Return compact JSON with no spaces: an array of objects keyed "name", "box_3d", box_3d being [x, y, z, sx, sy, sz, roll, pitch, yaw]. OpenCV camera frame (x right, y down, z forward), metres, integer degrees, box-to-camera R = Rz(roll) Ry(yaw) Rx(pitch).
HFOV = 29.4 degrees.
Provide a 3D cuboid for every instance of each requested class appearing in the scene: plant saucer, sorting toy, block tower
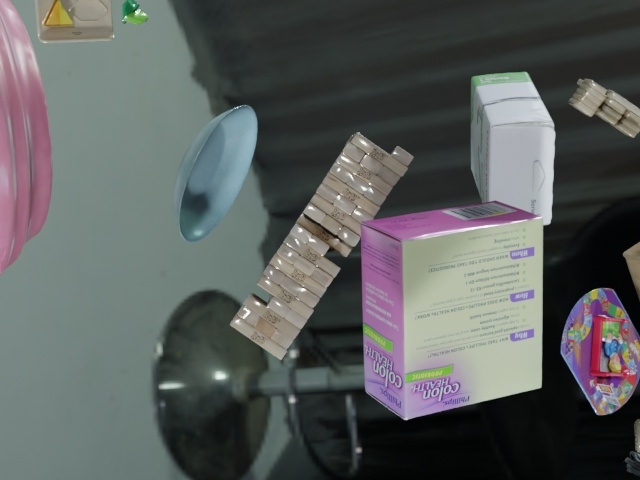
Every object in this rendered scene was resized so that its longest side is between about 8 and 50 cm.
[{"name":"plant saucer","box_3d":[-0.146,-0.093,1.592,0.195,0.037,0.195,-57,163,-27]},{"name":"sorting toy","box_3d":[-0.164,-0.174,0.879,0.083,0.012,0.062,-8,97,-29]},{"name":"block tower","box_3d":[0.000,0.000,1.727,0.335,0.097,0.091,-55,-178,-1]},{"name":"plant saucer","box_3d":[-0.350,-0.122,1.233,0.084,0.332,0.332,-12,95,-29]}]

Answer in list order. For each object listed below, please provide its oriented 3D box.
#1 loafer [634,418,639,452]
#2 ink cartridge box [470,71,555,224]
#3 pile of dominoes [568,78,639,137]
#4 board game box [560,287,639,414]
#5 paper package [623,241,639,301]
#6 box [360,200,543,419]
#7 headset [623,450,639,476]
[{"name":"loafer","box_3d":[0.432,0.245,1.555,0.148,0.050,0.056,-8,97,-67]},{"name":"ink cartridge box","box_3d":[0.275,-0.135,1.776,0.219,0.092,0.160,-90,177,-65]},{"name":"pile of dominoes","box_3d":[0.431,-0.121,1.560,0.251,0.040,0.196,34,10,-2]},{"name":"board game box","box_3d":[0.388,0.146,1.617,0.133,0.033,0.169,-46,116,-28]},{"name":"paper package","box_3d":[0.603,0.032,1.522,0.309,0.325,0.168,-29,104,-27]},{"name":"box","box_3d":[0.174,0.087,1.618,0.213,0.117,0.243,-10,107,-24]},{"name":"headset","box_3d":[0.419,0.520,1.893,0.243,0.185,0.394,29,97,-16]}]
